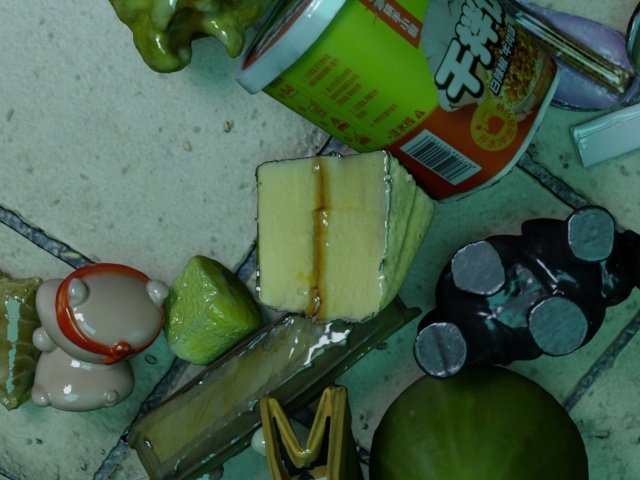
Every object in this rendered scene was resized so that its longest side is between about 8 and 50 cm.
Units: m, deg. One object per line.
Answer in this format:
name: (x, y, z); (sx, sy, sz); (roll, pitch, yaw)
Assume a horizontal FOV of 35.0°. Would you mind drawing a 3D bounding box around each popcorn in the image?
popcorn: (-0.141, -0.346, 1.209); (0.250, 0.235, 0.242); (-25, 116, 9)

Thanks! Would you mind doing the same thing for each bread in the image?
bread: (0.000, 0.000, 1.254); (0.135, 0.240, 0.178); (46, 58, -37)
bread: (-0.147, 0.096, 1.364); (0.114, 0.129, 0.111); (-43, 131, 17)

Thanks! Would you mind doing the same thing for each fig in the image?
fig: (0.201, 0.313, 1.320); (0.316, 0.316, 0.316); (0, 103, -1)

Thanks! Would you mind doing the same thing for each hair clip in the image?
hair clip: (0.268, -0.270, 1.321); (0.358, 0.095, 0.110); (30, 62, -16)

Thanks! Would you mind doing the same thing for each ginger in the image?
ginger: (-0.413, 0.123, 1.385); (0.115, 0.081, 0.206); (-23, 105, -32)

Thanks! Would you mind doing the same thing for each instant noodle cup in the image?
instant noodle cup: (0.102, -0.215, 1.224); (0.308, 0.294, 0.294); (37, 100, -16)

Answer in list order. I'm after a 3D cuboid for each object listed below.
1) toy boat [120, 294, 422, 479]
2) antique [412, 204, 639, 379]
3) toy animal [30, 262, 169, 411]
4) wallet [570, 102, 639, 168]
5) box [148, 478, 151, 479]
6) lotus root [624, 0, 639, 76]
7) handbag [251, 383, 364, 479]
toy boat: (-0.064, 0.198, 1.372); (0.445, 0.162, 0.136); (-37, 67, 8)
antique: (0.274, 0.061, 1.300); (0.322, 0.255, 0.185); (-18, 82, 15)
toy animal: (-0.296, 0.122, 1.336); (0.171, 0.171, 0.198); (21, 109, -6)
wallet: (0.403, -0.145, 1.366); (0.122, 0.025, 0.061); (-20, 105, 3)
box: (-0.163, 0.459, 1.415); (0.062, 0.175, 0.260); (-41, 100, 9)
lotus root: (0.487, -0.274, 1.315); (0.203, 0.078, 0.183); (-36, 105, 6)
handbag: (0.004, 0.399, 1.284); (0.133, 0.283, 0.401); (-9, 134, 1)
